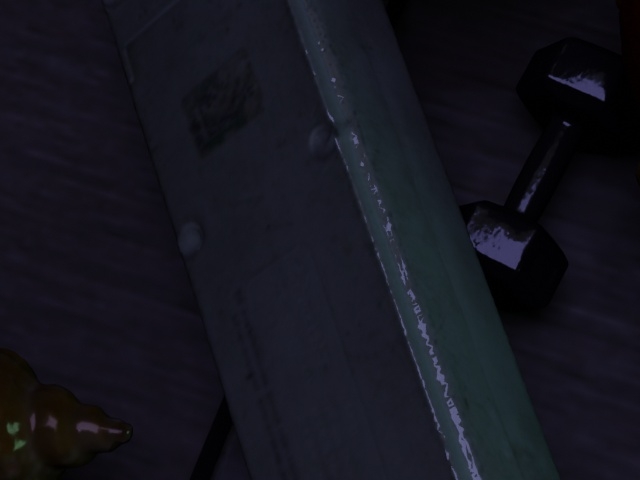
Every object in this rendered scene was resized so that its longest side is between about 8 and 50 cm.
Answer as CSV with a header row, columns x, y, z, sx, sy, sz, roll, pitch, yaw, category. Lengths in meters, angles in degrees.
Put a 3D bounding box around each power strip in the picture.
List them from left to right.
x,y,z,sx,sy,sz,roll,pitch,yaw,category
0.000,0.000,0.548,0.078,0.052,0.272,-36,62,34,power strip

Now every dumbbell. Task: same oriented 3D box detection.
x,y,z,sx,sy,sz,roll,pitch,yaw,category
0.066,-0.020,0.572,0.036,0.040,0.083,34,73,-14,dumbbell

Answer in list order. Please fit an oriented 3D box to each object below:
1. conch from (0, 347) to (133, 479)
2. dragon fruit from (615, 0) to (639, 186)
x,y,z,sx,sy,sz,roll,pitch,yaw,category
-0.210,0.034,0.552,0.330,0.093,0.109,8,76,11,conch
0.138,-0.079,0.558,0.125,0.125,0.246,-12,48,4,dragon fruit
